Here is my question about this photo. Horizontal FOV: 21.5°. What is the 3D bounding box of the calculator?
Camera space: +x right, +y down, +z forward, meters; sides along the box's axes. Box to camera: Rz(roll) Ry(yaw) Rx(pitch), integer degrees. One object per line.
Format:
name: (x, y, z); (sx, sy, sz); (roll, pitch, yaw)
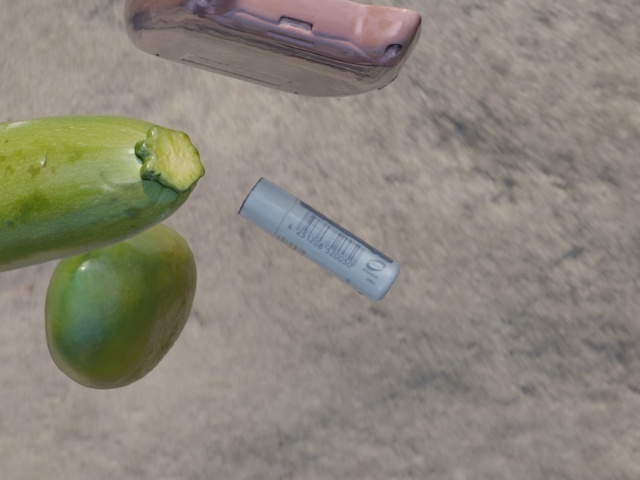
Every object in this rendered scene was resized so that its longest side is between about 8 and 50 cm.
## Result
calculator: (-0.047, -0.157, 1.334); (0.220, 0.329, 0.048); (13, 86, -13)

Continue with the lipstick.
lipstick: (0.000, 0.000, 1.405); (0.141, 0.040, 0.040); (32, 102, 3)

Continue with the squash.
squash: (-0.130, -0.017, 0.698); (0.201, 0.066, 0.066); (-9, 115, 37)

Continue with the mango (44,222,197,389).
mango: (-0.161, 0.053, 1.322); (0.091, 0.237, 0.137); (19, 99, 12)
